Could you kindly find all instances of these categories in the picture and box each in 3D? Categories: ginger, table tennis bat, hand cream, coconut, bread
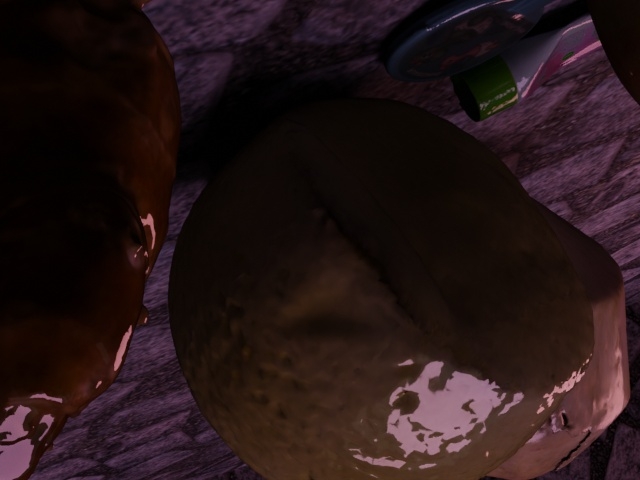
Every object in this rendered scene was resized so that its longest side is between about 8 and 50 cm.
[{"bbox_3d":[-0.206,0.033,0.603,0.357,0.274,0.152,-30,147,25],"label":"ginger"},{"bbox_3d":[0.133,-0.171,0.860,0.201,0.033,0.124,-29,166,36],"label":"table tennis bat"},{"bbox_3d":[0.241,-0.180,0.973,0.275,0.050,0.079,-27,-170,-6],"label":"hand cream"},{"bbox_3d":[0.163,0.082,1.229,0.353,0.352,0.352,-21,165,-6],"label":"coconut"},{"bbox_3d":[0.040,0.048,0.908,0.321,0.320,0.237,-8,157,-44],"label":"bread"}]

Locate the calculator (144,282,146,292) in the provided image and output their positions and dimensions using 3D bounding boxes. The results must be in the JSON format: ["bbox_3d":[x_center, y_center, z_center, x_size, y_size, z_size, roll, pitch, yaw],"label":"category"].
[{"bbox_3d":[-0.232,0.041,1.053,0.166,0.028,0.274,-22,167,-16],"label":"calculator"}]

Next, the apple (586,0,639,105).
[{"bbox_3d":[0.278,-0.167,0.670,0.257,0.256,0.234,-27,176,13],"label":"apple"}]
